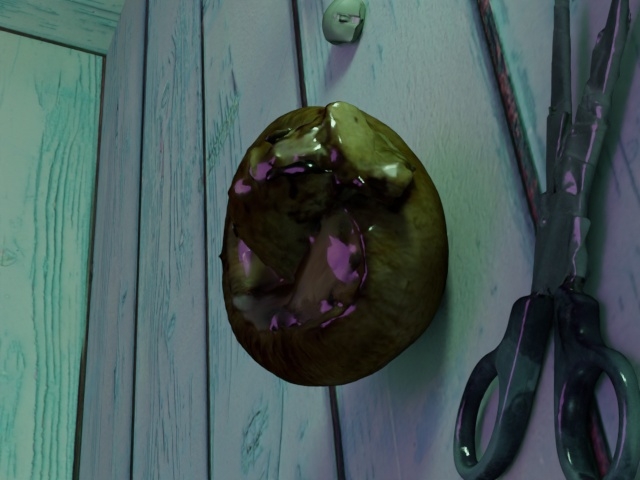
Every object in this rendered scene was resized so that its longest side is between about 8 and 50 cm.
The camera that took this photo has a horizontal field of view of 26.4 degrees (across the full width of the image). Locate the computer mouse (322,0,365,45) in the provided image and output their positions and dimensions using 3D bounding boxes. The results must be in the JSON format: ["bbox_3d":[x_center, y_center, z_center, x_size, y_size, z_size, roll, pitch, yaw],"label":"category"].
[{"bbox_3d":[0.024,-0.260,1.611,0.110,0.032,0.056,-155,78,-72],"label":"computer mouse"}]

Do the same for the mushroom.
[{"bbox_3d":[0.012,-0.003,1.206,0.283,0.195,0.263,102,164,-62],"label":"mushroom"}]

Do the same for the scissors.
[{"bbox_3d":[0.173,-0.007,0.989,0.256,0.029,0.384,158,121,-69],"label":"scissors"}]
